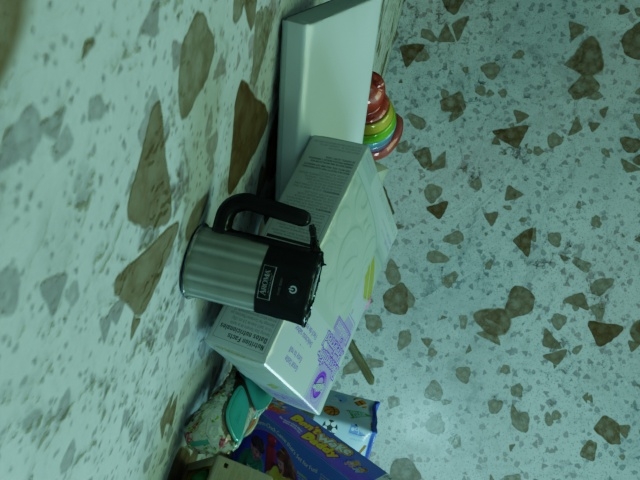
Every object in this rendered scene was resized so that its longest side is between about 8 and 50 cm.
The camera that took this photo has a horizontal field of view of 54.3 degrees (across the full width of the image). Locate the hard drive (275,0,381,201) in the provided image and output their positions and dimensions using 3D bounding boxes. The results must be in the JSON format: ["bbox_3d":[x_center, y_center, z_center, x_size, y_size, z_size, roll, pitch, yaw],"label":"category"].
[{"bbox_3d":[0.008,-0.181,0.963,0.233,0.047,0.353,-44,148,-48],"label":"hard drive"}]

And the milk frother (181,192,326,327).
[{"bbox_3d":[-0.064,0.024,0.699,0.143,0.135,0.129,87,18,-75],"label":"milk frother"}]

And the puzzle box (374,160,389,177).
[{"bbox_3d":[0.051,-0.057,1.515,0.272,0.052,0.409,-62,170,16],"label":"puzzle box"}]

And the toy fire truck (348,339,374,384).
[{"bbox_3d":[0.000,0.212,1.255,0.217,0.246,0.158,-62,165,-70],"label":"toy fire truck"}]

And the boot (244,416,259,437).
[{"bbox_3d":[-0.130,0.251,1.062,0.084,0.059,0.157,89,8,-60],"label":"boot"}]

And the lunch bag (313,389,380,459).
[{"bbox_3d":[-0.008,0.669,1.981,0.239,0.328,0.385,-56,158,-71],"label":"lunch bag"}]

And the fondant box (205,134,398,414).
[{"bbox_3d":[-0.006,0.054,0.897,0.330,0.096,0.238,-63,152,-21],"label":"fondant box"}]

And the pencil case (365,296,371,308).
[{"bbox_3d":[0.007,0.079,1.261,0.095,0.209,0.098,-50,-143,7],"label":"pencil case"}]

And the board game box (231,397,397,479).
[{"bbox_3d":[-0.031,0.476,1.196,0.078,0.347,0.233,-4,112,-48],"label":"board game box"}]

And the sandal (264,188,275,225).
[{"bbox_3d":[-0.040,-0.139,1.036,0.254,0.054,0.097,-65,165,-14],"label":"sandal"}]

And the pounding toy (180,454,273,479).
[{"bbox_3d":[-0.168,0.398,0.805,0.181,0.094,0.206,-37,-151,53],"label":"pounding toy"}]

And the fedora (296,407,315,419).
[{"bbox_3d":[-0.101,0.470,1.527,0.243,0.124,0.275,-61,173,-63],"label":"fedora"}]

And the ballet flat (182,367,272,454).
[{"bbox_3d":[-0.131,0.233,0.892,0.241,0.077,0.091,-18,87,-80],"label":"ballet flat"}]

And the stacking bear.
[{"bbox_3d":[0.131,-0.356,1.714,0.289,0.175,0.164,67,29,-66],"label":"stacking bear"}]
